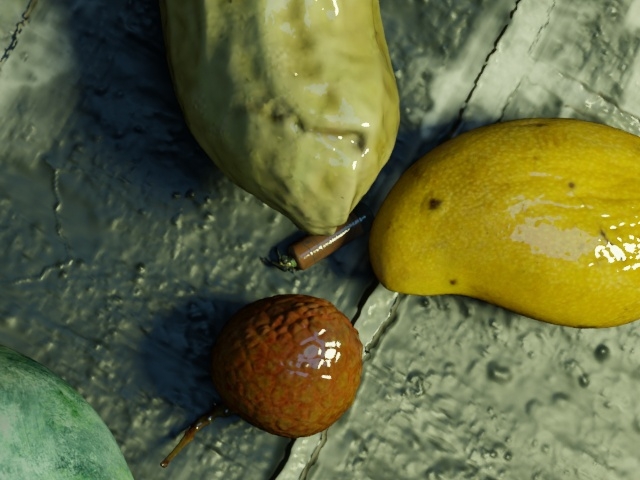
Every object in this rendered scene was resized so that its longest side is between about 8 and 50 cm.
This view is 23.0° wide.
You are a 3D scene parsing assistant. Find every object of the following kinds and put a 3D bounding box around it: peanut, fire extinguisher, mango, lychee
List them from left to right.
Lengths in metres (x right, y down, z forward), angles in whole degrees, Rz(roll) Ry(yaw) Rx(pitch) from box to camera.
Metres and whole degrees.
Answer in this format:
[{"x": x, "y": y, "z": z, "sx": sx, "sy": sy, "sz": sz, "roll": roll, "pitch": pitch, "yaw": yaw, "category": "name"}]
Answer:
[{"x": -0.034, "y": 0.091, "z": 1.099, "sx": 0.114, "sy": 0.140, "sz": 0.101, "roll": -4, "pitch": 80, "yaw": -52, "category": "lychee"}, {"x": -0.030, "y": -0.170, "z": 1.087, "sx": 0.174, "sy": 0.158, "sz": 0.340, "roll": -5, "pitch": 90, "yaw": 24, "category": "peanut"}, {"x": 0.000, "y": 0.000, "z": 1.150, "sx": 0.083, "sy": 0.022, "sz": 0.028, "roll": -31, "pitch": 55, "yaw": -14, "category": "fire extinguisher"}, {"x": 0.166, "y": -0.013, "z": 1.144, "sx": 0.262, "sy": 0.109, "sz": 0.157, "roll": -2, "pitch": 83, "yaw": -16, "category": "mango"}]

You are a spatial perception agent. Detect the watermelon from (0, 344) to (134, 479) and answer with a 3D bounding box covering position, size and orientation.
[{"x": -0.277, "y": 0.151, "z": 0.990, "sx": 0.322, "sy": 0.175, "sz": 0.188, "roll": -12, "pitch": 89, "yaw": -15, "category": "watermelon"}]
